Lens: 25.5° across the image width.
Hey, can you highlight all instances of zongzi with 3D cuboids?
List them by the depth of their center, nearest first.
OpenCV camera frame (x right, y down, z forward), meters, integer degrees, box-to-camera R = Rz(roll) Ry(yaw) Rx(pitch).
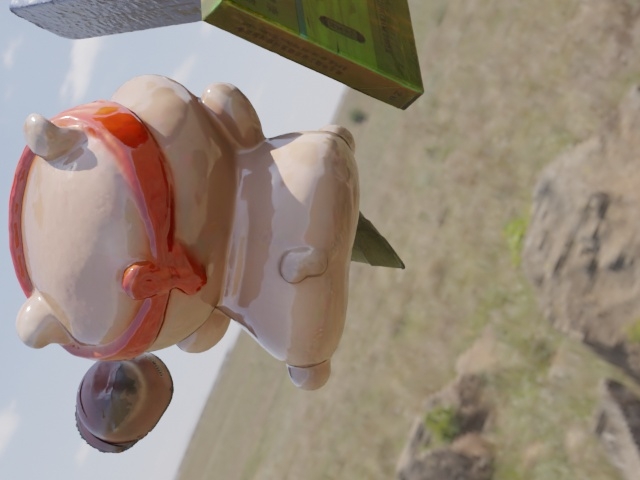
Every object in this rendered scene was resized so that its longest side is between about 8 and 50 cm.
[{"bbox_3d":[0.000,0.000,1.160,0.109,0.119,0.055,-29,-26,-50],"label":"zongzi"}]

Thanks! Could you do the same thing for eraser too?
[{"bbox_3d":[-0.157,-0.208,1.189,0.082,0.225,0.036,23,-109,-52],"label":"eraser"}]

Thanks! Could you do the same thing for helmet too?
[{"bbox_3d":[-0.149,0.115,1.017,0.084,0.065,0.049,-50,-14,2],"label":"helmet"}]

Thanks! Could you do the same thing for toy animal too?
[{"bbox_3d":[-0.079,-0.003,0.807,0.171,0.197,0.171,-172,90,-80],"label":"toy animal"}]

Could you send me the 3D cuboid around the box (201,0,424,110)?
[{"bbox_3d":[-0.007,-0.185,1.097,0.030,0.193,0.121,-39,43,38],"label":"box"}]
